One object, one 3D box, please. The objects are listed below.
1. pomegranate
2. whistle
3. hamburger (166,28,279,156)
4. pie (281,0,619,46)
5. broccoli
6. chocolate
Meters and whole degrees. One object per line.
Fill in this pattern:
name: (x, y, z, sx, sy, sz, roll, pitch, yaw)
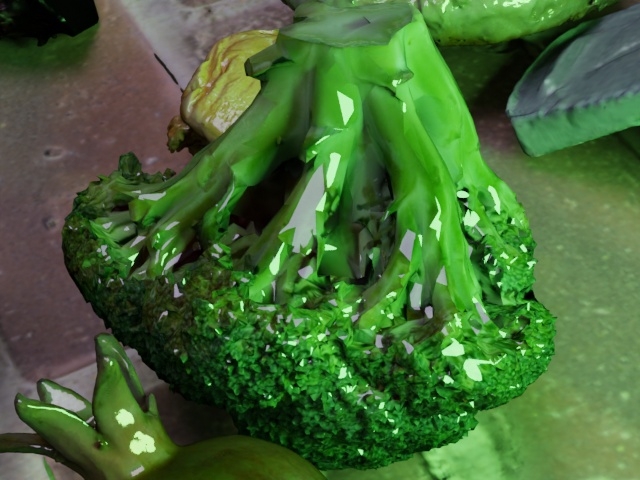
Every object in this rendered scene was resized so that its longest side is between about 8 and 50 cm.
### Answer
pomegranate: (-0.079, 0.159, 0.957, 0.181, 0.224, 0.181, -30, 6, 4)
whistle: (0.313, -0.120, 1.206, 0.405, 0.188, 0.168, 15, 48, 27)
hamburger: (-0.032, -0.092, 1.333, 0.147, 0.083, 0.138, 7, 41, 17)
pie: (0.101, -0.219, 1.404, 0.306, 0.071, 0.306, -5, 27, 3)
broccoli: (0.000, 0.000, 1.082, 0.308, 0.275, 0.308, -2, 23, 1)
chocolate: (-0.281, -0.207, 1.502, 0.133, 0.156, 0.156, -30, 38, 17)
